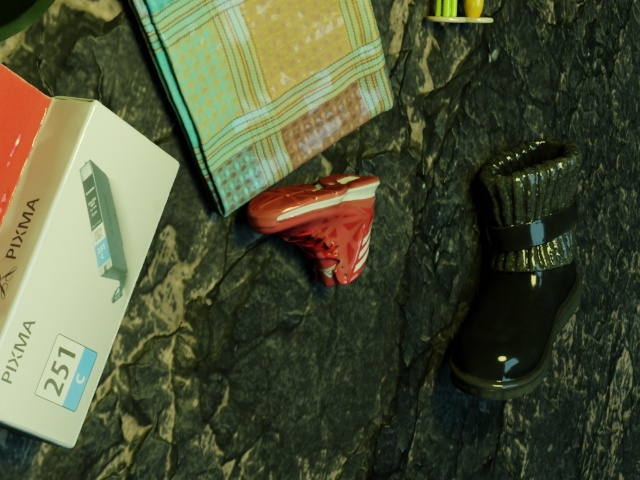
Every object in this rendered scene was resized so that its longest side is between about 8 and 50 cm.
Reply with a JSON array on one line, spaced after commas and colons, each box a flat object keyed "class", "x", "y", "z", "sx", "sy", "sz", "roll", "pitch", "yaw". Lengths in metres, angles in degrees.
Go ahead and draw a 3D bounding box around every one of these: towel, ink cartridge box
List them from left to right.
[{"class": "ink cartridge box", "x": -0.268, "y": 0.007, "z": 1.189, "sx": 0.261, "sy": 0.066, "sz": 0.296, "roll": 37, "pitch": 67, "yaw": -52}, {"class": "towel", "x": -0.060, "y": -0.238, "z": 1.385, "sx": 0.271, "sy": 0.040, "sz": 0.370, "roll": -35, "pitch": 126, "yaw": -24}]

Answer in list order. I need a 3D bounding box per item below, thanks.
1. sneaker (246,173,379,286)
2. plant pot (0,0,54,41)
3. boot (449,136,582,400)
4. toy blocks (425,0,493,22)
[{"class": "sneaker", "x": 0.000, "y": 0.000, "z": 1.535, "sx": 0.221, "sy": 0.087, "sz": 0.128, "roll": -16, "pitch": 108, "yaw": -50}, {"class": "plant pot", "x": -0.258, "y": -0.383, "z": 0.928, "sx": 0.366, "sy": 0.366, "sz": 0.353, "roll": 63, "pitch": 36, "yaw": -38}, {"class": "boot", "x": 0.267, "y": 0.031, "z": 1.859, "sx": 0.348, "sy": 0.131, "sz": 0.260, "roll": -50, "pitch": 142, "yaw": -50}, {"class": "toy blocks", "x": 0.183, "y": -0.355, "z": 1.737, "sx": 0.123, "sy": 0.054, "sz": 0.148, "roll": -11, "pitch": 106, "yaw": -53}]
